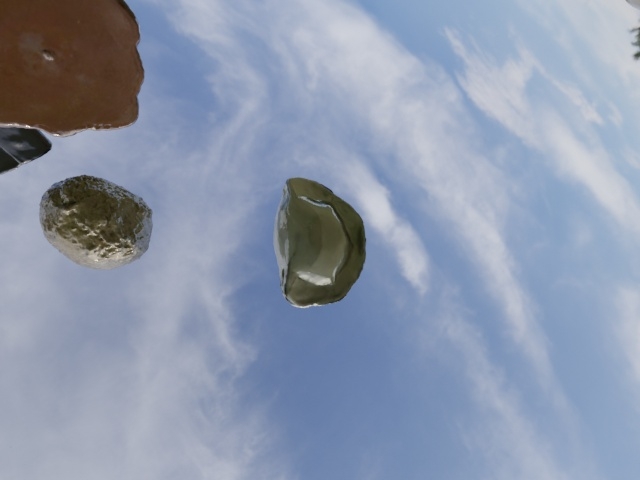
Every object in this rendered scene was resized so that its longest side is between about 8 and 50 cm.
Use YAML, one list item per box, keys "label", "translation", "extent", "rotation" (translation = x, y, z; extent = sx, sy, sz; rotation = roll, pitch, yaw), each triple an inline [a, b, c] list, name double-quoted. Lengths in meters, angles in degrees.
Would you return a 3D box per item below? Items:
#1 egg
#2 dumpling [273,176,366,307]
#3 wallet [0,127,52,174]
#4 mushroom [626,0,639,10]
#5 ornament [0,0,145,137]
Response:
- label: "egg"
  translation: [-0.630, -0.047, 1.182]
  extent: [0.310, 0.279, 0.279]
  rotation: [42, -140, -57]
- label: "dumpling"
  translation: [0.000, -0.003, 1.146]
  extent: [0.260, 0.181, 0.341]
  rotation: [4, -130, -17]
- label: "wallet"
  translation: [-0.847, -0.314, 0.924]
  extent: [0.228, 0.406, 0.062]
  rotation: [-23, -126, -1]
- label: "mushroom"
  translation: [0.326, -0.209, 0.272]
  extent: [0.350, 0.128, 0.128]
  rotation: [-2, -113, -9]
- label: "ornament"
  translation: [-0.344, -0.263, 0.513]
  extent: [0.221, 0.235, 0.217]
  rotation: [31, -165, -51]
